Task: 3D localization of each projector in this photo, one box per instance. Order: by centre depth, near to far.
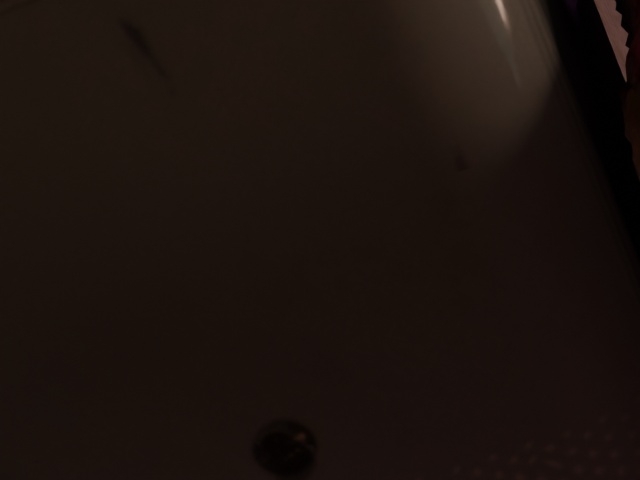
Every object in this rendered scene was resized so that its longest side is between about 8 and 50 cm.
[{"bbox_3d":[0.000,0.000,0.440,0.177,0.163,0.242,-73,139,-69],"label":"projector"}]

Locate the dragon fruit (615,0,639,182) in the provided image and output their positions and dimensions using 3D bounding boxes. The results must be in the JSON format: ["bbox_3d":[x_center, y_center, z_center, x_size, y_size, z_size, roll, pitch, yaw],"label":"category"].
[{"bbox_3d":[0.147,-0.010,0.391,0.282,0.147,0.211,30,45,-73],"label":"dragon fruit"}]
